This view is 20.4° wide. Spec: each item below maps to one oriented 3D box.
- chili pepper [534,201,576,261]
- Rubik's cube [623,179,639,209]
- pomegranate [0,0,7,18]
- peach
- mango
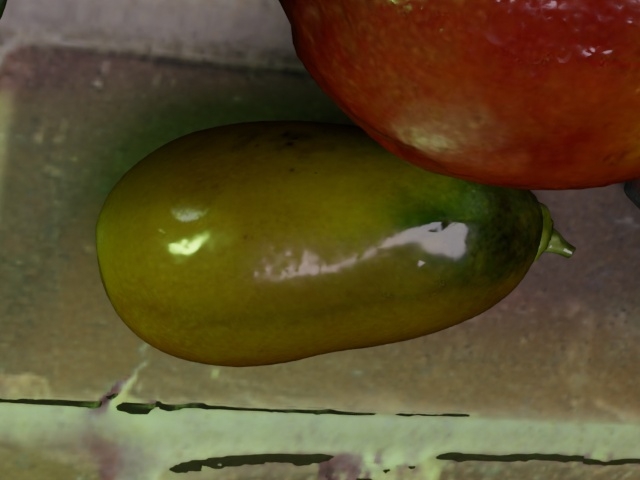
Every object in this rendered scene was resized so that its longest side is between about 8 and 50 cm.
[{"bbox_3d":[0.039,0.006,0.976,0.208,0.043,0.049,-12,156,-7],"label":"chili pepper"},{"bbox_3d":[0.348,-0.035,0.934,0.237,0.238,0.237,22,111,-26],"label":"Rubik's cube"},{"bbox_3d":[-0.212,-0.118,0.759,0.180,0.180,0.210,-28,161,-2],"label":"pomegranate"},{"bbox_3d":[0.107,-0.156,0.788,0.281,0.238,0.281,0,97,-3],"label":"peach"},{"bbox_3d":[-0.001,0.000,0.881,0.221,0.151,0.120,-4,88,5],"label":"mango"}]
